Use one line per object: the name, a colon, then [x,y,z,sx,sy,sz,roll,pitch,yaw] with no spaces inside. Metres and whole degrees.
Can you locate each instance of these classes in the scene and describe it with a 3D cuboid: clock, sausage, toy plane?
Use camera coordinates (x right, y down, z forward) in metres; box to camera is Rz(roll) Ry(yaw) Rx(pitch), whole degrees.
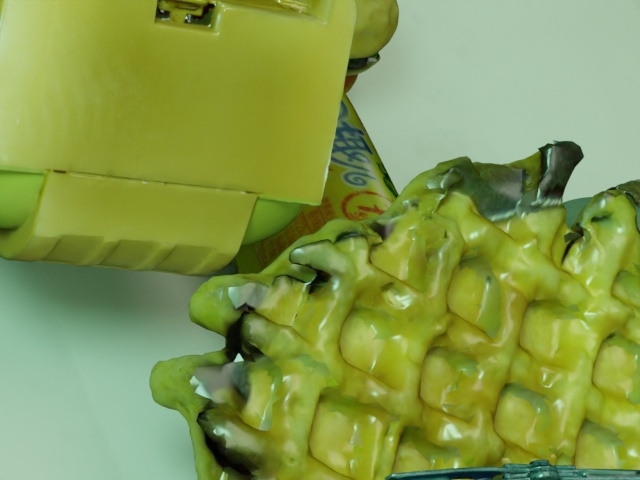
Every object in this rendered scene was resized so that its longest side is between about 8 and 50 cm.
clock: [-0.148,-0.113,1.152,0.244,0.200,0.317,9,17,-29]
sausage: [0.000,0.000,1.274,0.123,0.123,0.347,1,51,-39]
toy plane: [0.148,0.169,1.073,0.235,0.060,0.096,2,65,-25]

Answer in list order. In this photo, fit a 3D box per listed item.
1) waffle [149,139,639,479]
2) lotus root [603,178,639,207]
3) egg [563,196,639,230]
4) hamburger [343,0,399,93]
waffle: [0.100,0.145,1.127,0.382,0.095,0.380,-19,86,-29]
lotus root: [0.274,0.021,1.524,0.143,0.070,0.144,-19,70,-41]
egg: [0.210,0.075,1.334,0.169,0.169,0.236,14,45,-29]
hamburger: [-0.021,-0.179,1.440,0.162,0.115,0.162,22,39,-19]
